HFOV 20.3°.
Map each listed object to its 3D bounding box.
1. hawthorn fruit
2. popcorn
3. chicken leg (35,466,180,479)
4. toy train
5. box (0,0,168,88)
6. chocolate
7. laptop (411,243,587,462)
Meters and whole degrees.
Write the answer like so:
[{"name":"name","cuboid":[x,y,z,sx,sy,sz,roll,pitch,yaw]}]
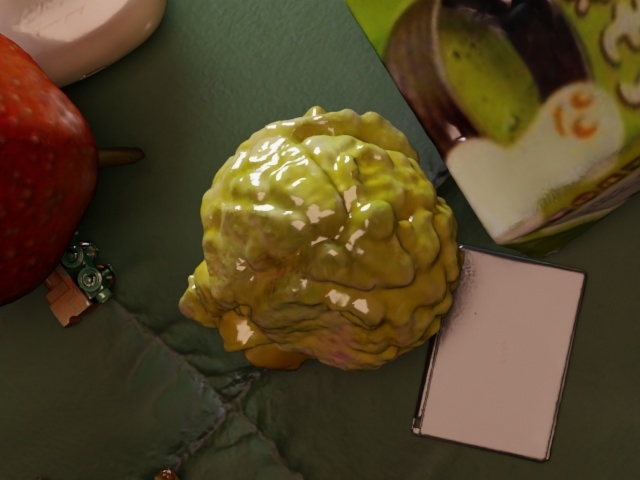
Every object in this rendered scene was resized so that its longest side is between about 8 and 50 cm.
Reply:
[{"name":"hawthorn fruit","cuboid":[-0.319,-0.070,1.540,0.369,0.285,0.284,-4,87,-27]},{"name":"popcorn","cuboid":[0.000,0.000,1.555,0.259,0.259,0.212,14,65,7]},{"name":"chicken leg","cuboid":[-0.185,0.246,1.638,0.178,0.070,0.093,10,83,17]},{"name":"toy train","cuboid":[-0.239,0.024,1.662,0.064,0.044,0.103,-39,84,14]},{"name":"box","cuboid":[-0.240,-0.219,1.647,0.200,0.088,0.146,-25,86,5]},{"name":"chocolate","cuboid":[0.201,-0.173,1.521,0.289,0.137,0.301,-36,82,27]},{"name":"laptop","cuboid":[0.162,0.102,1.621,0.129,0.016,0.180,12,90,7]}]
